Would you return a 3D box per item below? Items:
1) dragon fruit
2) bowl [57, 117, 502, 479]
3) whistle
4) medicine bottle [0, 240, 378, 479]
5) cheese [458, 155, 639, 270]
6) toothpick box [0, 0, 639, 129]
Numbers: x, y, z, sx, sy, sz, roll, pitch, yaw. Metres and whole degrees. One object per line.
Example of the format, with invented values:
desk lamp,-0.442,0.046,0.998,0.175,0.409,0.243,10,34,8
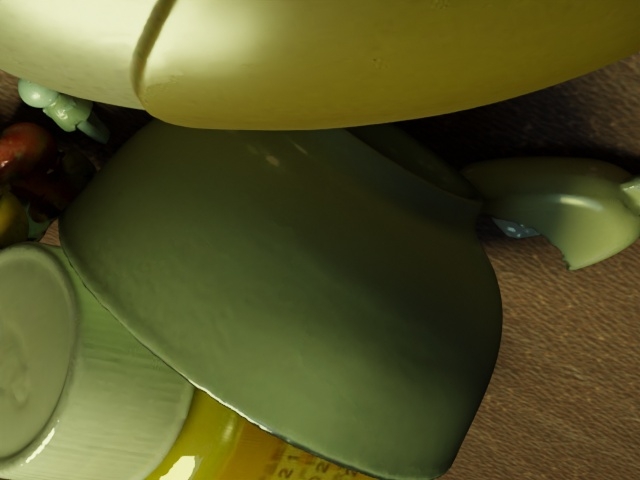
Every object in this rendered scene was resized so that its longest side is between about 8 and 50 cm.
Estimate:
dragon fruit,-0.355,0.008,1.473,0.243,0.227,0.307,28,112,9
bowl,0.000,0.000,1.263,0.354,0.354,0.185,29,103,-20
whistle,-0.210,-0.111,1.391,0.035,0.035,0.100,-15,139,41
medicine bottle,-0.111,0.127,1.440,0.224,0.224,0.384,-15,158,41
cheese,0.227,-0.033,1.299,0.235,0.049,0.127,-14,136,39
toothpick box,0.021,-0.248,0.711,0.425,0.409,0.409,-1,146,13
